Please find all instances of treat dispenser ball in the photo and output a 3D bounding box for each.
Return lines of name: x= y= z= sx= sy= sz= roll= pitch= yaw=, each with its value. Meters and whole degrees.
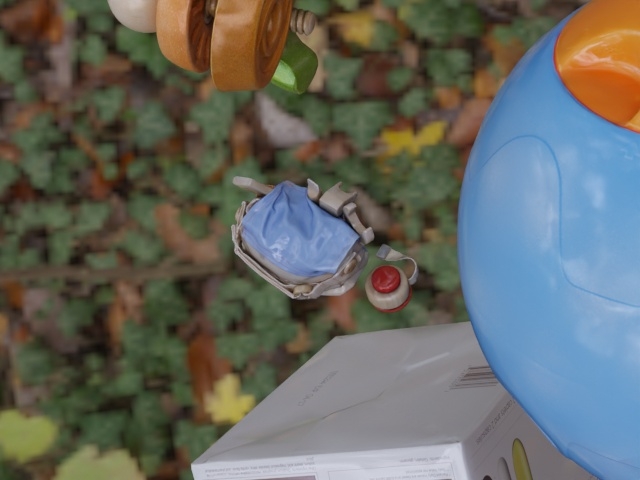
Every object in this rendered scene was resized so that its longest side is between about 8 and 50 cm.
treat dispenser ball: x=0.214 y=-0.002 z=0.989 sx=0.288 sy=0.288 sz=0.288 roll=7 pitch=99 yaw=49

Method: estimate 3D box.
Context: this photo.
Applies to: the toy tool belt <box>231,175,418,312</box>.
toy tool belt: x=0.000 y=0.000 z=0.845 sx=0.083 sy=0.052 sz=0.051 roll=26 pitch=158 yaw=22

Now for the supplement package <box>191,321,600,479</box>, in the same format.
supplement package: x=0.067 y=0.168 z=1.384 sx=0.204 sy=0.262 sz=0.145 roll=-7 pitch=105 yaw=26

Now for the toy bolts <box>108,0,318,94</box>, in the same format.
toy bolts: x=-0.083 y=-0.218 z=1.327 sx=0.158 sy=0.218 sz=0.228 roll=13 pitch=106 yaw=11
